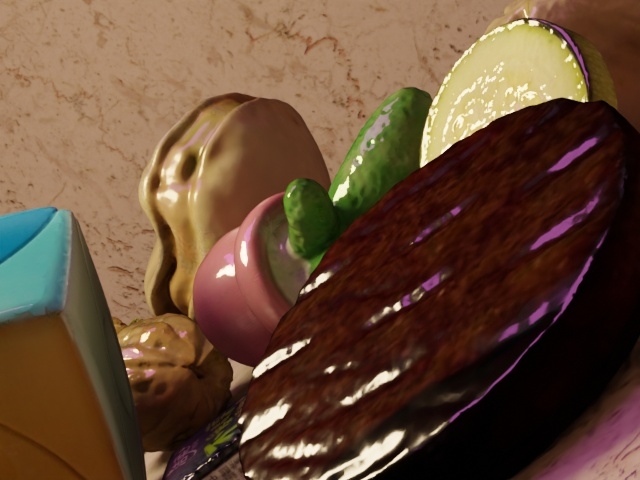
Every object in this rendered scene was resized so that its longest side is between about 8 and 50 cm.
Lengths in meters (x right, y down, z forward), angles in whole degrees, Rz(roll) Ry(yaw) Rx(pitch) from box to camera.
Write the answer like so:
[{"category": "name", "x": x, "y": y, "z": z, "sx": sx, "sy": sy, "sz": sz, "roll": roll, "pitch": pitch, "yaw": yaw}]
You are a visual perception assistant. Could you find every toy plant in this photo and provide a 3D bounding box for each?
[{"category": "toy plant", "x": 0.000, "y": 0.004, "z": 1.550, "sx": 0.356, "sy": 0.211, "sz": 0.317, "roll": -40, "pitch": 37, "yaw": 47}]

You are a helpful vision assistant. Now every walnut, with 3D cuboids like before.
[{"category": "walnut", "x": -0.229, "y": 0.203, "z": 1.755, "sx": 0.245, "sy": 0.198, "sz": 0.198, "roll": -17, "pitch": 21, "yaw": 49}]

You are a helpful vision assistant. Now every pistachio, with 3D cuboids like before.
[{"category": "pistachio", "x": -0.123, "y": -0.021, "z": 1.879, "sx": 0.365, "sy": 0.281, "sz": 0.445, "roll": -55, "pitch": -31, "yaw": -25}]

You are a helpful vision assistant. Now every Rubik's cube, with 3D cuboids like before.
[{"category": "Rubik's cube", "x": -0.406, "y": 0.193, "z": 1.453, "sx": 0.352, "sy": 0.347, "sz": 0.351, "roll": -16, "pitch": 23, "yaw": -7}]

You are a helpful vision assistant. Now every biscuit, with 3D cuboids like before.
[{"category": "biscuit", "x": 0.102, "y": 0.060, "z": 0.982, "sx": 0.407, "sy": 0.091, "sz": 0.407, "roll": -39, "pitch": 22, "yaw": 19}]

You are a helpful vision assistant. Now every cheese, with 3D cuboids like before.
[{"category": "cheese", "x": 0.296, "y": -0.204, "z": 1.385, "sx": 0.235, "sy": 0.218, "sz": 0.117, "roll": 4, "pitch": 1, "yaw": -14}]

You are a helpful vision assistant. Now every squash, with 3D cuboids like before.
[{"category": "squash", "x": 0.199, "y": -0.104, "z": 1.277, "sx": 0.049, "sy": 0.252, "sz": 0.252, "roll": 11, "pitch": -27, "yaw": -33}]

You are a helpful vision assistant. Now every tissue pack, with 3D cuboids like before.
[{"category": "tissue pack", "x": -0.055, "y": 0.195, "z": 1.286, "sx": 0.235, "sy": 0.073, "sz": 0.173, "roll": -39, "pitch": 6, "yaw": 3}]

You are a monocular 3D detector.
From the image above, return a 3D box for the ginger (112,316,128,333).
[{"category": "ginger", "x": -0.386, "y": 0.256, "z": 2.186, "sx": 0.166, "sy": 0.236, "sz": 0.375, "roll": 3, "pitch": 12, "yaw": -4}]

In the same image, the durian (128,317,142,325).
[{"category": "durian", "x": -0.296, "y": 0.238, "z": 2.084, "sx": 0.169, "sy": 0.158, "sz": 0.352, "roll": -51, "pitch": 8, "yaw": 8}]
